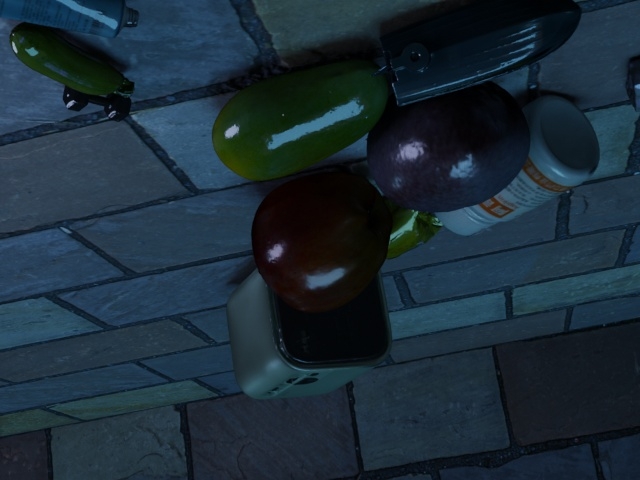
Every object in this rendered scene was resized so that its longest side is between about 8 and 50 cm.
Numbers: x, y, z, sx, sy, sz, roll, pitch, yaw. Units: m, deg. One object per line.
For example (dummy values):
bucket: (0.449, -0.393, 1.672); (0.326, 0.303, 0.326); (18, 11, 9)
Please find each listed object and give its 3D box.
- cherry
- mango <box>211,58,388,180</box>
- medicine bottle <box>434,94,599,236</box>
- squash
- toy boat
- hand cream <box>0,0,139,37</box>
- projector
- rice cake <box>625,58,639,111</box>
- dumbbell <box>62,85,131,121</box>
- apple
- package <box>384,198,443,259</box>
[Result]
cherry: (0.168, -0.128, 1.336); (0.213, 0.183, 0.266); (-21, -168, -6)
mango: (-0.024, -0.160, 1.293); (0.251, 0.114, 0.156); (-26, 149, 20)
medicine bottle: (0.286, -0.107, 1.536); (0.145, 0.144, 0.252); (3, 159, -31)
squash: (-0.280, -0.199, 1.145); (0.052, 0.052, 0.183); (-18, 162, 25)
toy boat: (0.185, -0.233, 1.195); (0.246, 0.093, 0.103); (-16, 180, 18)
hand cream: (-0.297, -0.244, 1.029); (0.224, 0.048, 0.083); (6, 156, -23)
projector: (-0.027, 0.165, 2.017); (0.249, 0.248, 0.249); (-1, 160, -24)
rice cake: (0.567, -0.250, 1.385); (0.298, 0.050, 0.106); (-15, 160, 19)
dumbbell: (-0.274, -0.172, 1.244); (0.083, 0.040, 0.036); (10, -176, -44)
apple: (0.000, 0.001, 1.607); (0.234, 0.234, 0.234); (-8, 161, -3)
package: (0.099, -0.012, 1.804); (0.226, 0.090, 0.168); (-18, 162, 18)
